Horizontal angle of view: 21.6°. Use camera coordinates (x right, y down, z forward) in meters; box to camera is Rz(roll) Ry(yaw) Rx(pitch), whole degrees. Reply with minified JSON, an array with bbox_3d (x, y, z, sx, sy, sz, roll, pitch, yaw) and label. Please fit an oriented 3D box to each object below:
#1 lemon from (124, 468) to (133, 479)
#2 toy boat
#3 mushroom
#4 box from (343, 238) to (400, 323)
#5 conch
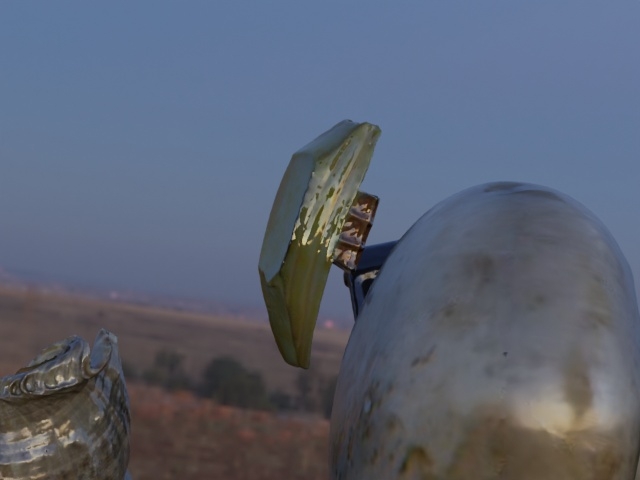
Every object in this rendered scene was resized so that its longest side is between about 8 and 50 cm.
[{"bbox_3d":[-0.287,0.279,1.449,0.297,0.297,0.297,8,-2,0],"label":"lemon"},{"bbox_3d":[0.000,0.000,1.129,0.066,0.172,0.065,20,-5,-25],"label":"toy boat"},{"bbox_3d":[0.123,0.096,0.880,0.243,0.244,0.243,8,-2,0],"label":"mushroom"},{"bbox_3d":[0.076,0.152,1.339,0.058,0.211,0.350,-9,-23,5],"label":"box"},{"bbox_3d":[-0.180,0.125,1.029,0.130,0.207,0.155,27,26,-3],"label":"conch"}]
